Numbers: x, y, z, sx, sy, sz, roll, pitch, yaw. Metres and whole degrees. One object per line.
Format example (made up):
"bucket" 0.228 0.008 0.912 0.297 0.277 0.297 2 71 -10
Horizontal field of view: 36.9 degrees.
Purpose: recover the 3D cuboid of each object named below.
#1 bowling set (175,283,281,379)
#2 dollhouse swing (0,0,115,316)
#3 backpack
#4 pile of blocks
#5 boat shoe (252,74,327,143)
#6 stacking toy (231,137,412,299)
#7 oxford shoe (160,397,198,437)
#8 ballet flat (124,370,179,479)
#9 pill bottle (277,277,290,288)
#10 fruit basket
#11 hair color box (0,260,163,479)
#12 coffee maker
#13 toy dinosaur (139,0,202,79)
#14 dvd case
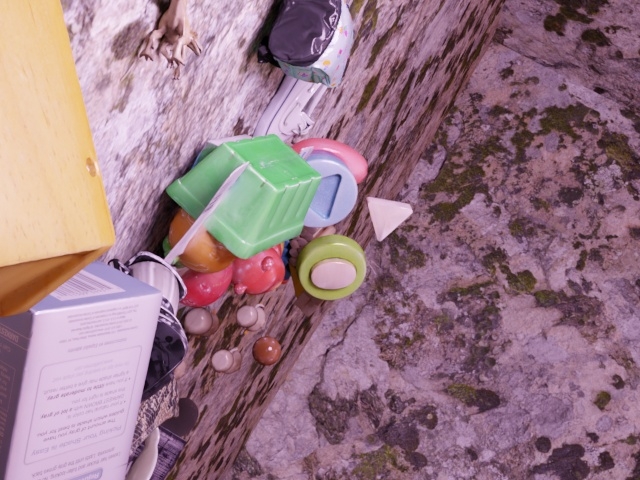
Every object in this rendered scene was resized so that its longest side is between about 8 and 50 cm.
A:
"bowling set" -0.168 0.189 1.810 0.287 0.200 0.154 -56 171 -4
"dollhouse swing" -0.354 -0.034 0.603 0.347 0.304 0.315 -20 97 -75
"backpack" -0.014 -0.295 1.412 0.152 0.115 0.182 -62 173 -4
"pile of blocks" -0.034 -0.036 1.823 0.112 0.149 0.362 -47 140 -48
"boat shoe" -0.046 -0.209 1.603 0.226 0.075 0.083 -63 170 16
"stacking toy" 0.000 0.000 1.670 0.309 0.279 0.130 -52 -156 22
"oxford shoe" -0.330 0.397 1.974 0.076 0.076 0.212 -39 -179 40
"ballet flat" -0.327 0.325 1.362 0.483 0.164 0.182 -47 121 -60
"pill bottle" -0.077 -0.010 1.924 0.194 0.108 0.108 -63 170 14
"fruit basket" -0.172 -0.003 1.453 0.353 0.165 0.327 -45 173 23
"hair color box" -0.308 0.222 1.057 0.185 0.113 0.375 -6 113 -56
"coffee maker" -0.245 0.126 1.239 0.171 0.120 0.178 -61 -160 19
"toy dinosaur" -0.162 -0.239 1.062 0.183 0.053 0.093 112 -6 -73
"dvd case" -0.364 0.450 1.833 0.221 0.018 0.164 -59 140 -14
